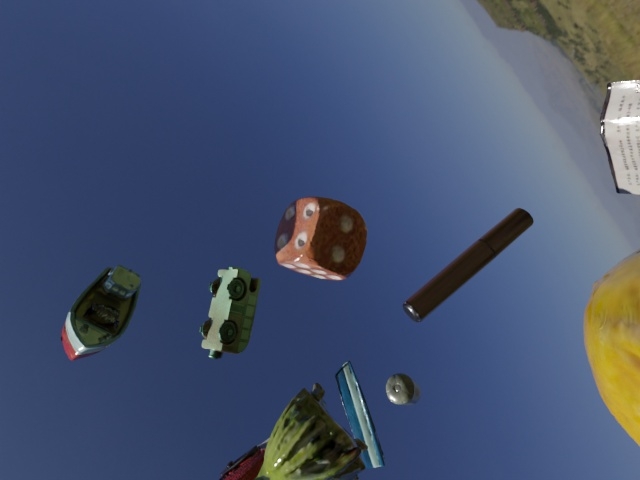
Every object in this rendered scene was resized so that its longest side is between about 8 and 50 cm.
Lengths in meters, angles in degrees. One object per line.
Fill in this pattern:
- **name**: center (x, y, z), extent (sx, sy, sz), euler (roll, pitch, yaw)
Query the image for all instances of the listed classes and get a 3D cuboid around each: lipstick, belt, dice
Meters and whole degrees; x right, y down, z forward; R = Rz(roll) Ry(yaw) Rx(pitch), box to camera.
- **lipstick**: center (0.324, 0.050, 0.885), extent (0.357, 0.057, 0.057), euler (-37, -86, -13)
- **belt**: center (-0.148, 0.528, 0.896), extent (0.124, 0.201, 0.128), euler (51, 180, 5)
- **dice**: center (0.000, 0.000, 1.031), extent (0.175, 0.174, 0.179), euler (30, -111, -36)

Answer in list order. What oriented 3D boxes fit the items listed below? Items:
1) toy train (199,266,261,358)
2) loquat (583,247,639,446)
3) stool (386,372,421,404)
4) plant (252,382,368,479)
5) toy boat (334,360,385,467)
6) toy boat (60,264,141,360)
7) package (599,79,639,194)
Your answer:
- **toy train**: center (-0.319, 0.258, 1.448), extent (0.159, 0.129, 0.326), euler (26, -113, -45)
- **loquat**: center (0.288, 0.083, 0.251), extent (0.187, 0.176, 0.234), euler (51, 171, -19)
- **stool**: center (0.272, 0.486, 1.319), extent (0.110, 0.096, 0.096), euler (38, -144, -47)
- **plant**: center (-0.065, 0.422, 0.696), extent (0.180, 0.251, 0.333), euler (34, -119, 26)
- **toy boat**: center (0.107, 0.487, 1.143), extent (0.096, 0.062, 0.299), euler (-3, -105, -86)
- **toy boat**: center (-0.574, 0.180, 1.090), extent (0.145, 0.133, 0.331), euler (36, -159, -22)
- **package**: center (0.639, -0.178, 0.745), extent (0.062, 0.204, 0.250), euler (-38, -62, -19)
